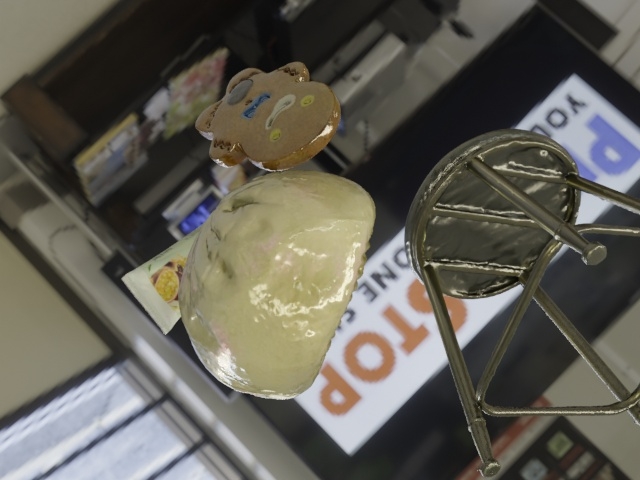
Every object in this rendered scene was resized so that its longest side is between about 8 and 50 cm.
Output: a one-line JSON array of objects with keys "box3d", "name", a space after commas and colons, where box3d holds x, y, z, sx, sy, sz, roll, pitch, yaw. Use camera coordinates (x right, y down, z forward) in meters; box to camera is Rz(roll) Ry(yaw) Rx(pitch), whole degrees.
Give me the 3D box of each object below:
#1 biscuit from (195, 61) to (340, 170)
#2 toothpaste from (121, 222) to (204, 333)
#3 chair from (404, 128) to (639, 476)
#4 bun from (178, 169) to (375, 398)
[{"box3d": [-0.068, -0.164, 1.495, 0.180, 0.236, 0.039, -51, 133, -14], "name": "biscuit"}, {"box3d": [-0.139, 0.012, 1.374, 0.314, 0.058, 0.056, -48, 150, -59], "name": "toothpaste"}, {"box3d": [0.342, 0.058, 1.635, 0.365, 0.410, 0.362, 4, 121, -28], "name": "chair"}, {"box3d": [-0.036, 0.023, 0.881, 0.193, 0.128, 0.178, -65, 176, -78], "name": "bun"}]
